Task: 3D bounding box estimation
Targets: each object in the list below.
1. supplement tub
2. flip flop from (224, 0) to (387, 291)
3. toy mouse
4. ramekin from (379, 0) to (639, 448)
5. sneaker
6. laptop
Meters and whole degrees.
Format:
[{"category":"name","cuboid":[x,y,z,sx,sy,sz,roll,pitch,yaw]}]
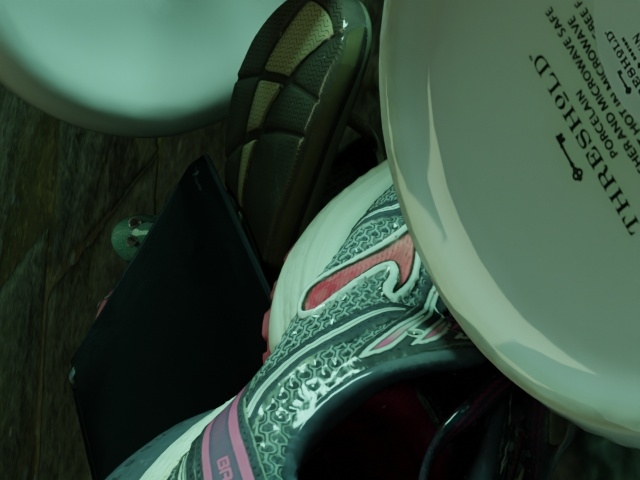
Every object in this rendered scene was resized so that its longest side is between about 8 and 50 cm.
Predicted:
[{"category":"supplement tub","cuboid":[-0.143,-0.219,0.916,0.331,0.241,0.241,-135,58,-61]},{"category":"flip flop","cuboid":[0.000,0.000,0.730,0.112,0.080,0.277,-120,29,-56]},{"category":"toy mouse","cuboid":[-0.150,0.032,1.097,0.143,0.031,0.161,-115,41,-52]},{"category":"ramekin","cuboid":[0.107,-0.041,0.370,0.207,0.109,0.207,18,113,51]},{"category":"sneaker","cuboid":[0.037,0.052,0.463,0.112,0.121,0.299,-34,12,41]},{"category":"laptop","cuboid":[-0.047,0.133,0.760,0.264,0.136,0.234,65,179,-36]}]
